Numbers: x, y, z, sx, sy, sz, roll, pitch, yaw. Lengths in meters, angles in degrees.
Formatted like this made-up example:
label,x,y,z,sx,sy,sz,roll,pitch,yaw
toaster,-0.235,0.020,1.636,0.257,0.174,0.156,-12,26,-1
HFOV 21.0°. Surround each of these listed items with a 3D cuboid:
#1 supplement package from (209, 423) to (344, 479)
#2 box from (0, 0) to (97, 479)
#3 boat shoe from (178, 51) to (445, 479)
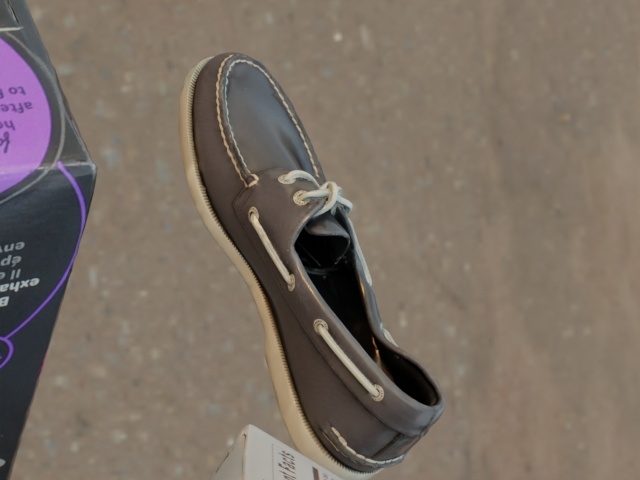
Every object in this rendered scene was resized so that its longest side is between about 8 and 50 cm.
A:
label,x,y,z,sx,sy,sz,roll,pitch,yaw
supplement package,0.044,0.186,0.558,0.134,0.244,0.139,-58,-177,2
box,-0.187,0.021,0.527,0.165,0.270,0.143,-8,54,-27
boat shoe,0.000,0.000,0.753,0.075,0.065,0.206,-2,65,-44
